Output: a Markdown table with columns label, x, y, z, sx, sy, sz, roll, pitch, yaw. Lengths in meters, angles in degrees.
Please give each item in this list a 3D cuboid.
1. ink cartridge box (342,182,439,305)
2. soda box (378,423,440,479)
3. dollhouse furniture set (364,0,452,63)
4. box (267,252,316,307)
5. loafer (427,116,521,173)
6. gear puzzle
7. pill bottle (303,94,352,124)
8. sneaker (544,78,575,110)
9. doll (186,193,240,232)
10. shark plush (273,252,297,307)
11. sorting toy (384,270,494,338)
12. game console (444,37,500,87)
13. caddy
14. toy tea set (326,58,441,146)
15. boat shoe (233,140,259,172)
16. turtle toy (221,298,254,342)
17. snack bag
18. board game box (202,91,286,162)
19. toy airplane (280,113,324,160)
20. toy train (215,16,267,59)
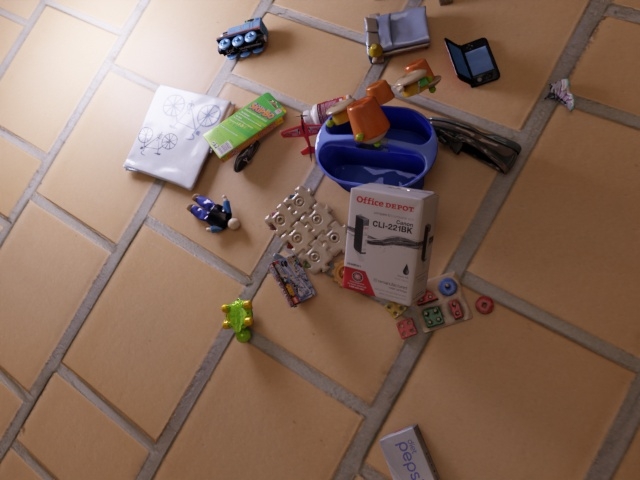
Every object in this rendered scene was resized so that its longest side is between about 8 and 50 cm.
| label | x | y | z | sx | sy | sz | roll | pitch | yaw |
| --- | --- | --- | --- | --- | --- | --- | --- | --- | --- |
| ink cartridge box | 0.175 | 0.003 | 1.263 | 0.197 | 0.114 | 0.273 | 13 | 107 | 30 |
| soda box | 0.243 | 0.604 | 1.195 | 0.098 | 0.091 | 0.286 | -25 | 71 | 11 |
| dollhouse furniture set | 0.258 | -0.708 | 1.454 | 0.286 | 0.198 | 0.303 | -6 | 76 | 16 |
| box | -0.080 | 0.112 | 1.402 | 0.027 | 0.094 | 0.137 | -34 | 82 | 45 |
| loafer | 0.405 | -0.264 | 1.359 | 0.267 | 0.096 | 0.084 | 24 | 91 | 19 |
| gear puzzle | 0.000 | 0.000 | 1.450 | 0.175 | 0.044 | 0.339 | -44 | 71 | 2 |
| pill bottle | 0.029 | -0.382 | 1.506 | 0.152 | 0.086 | 0.086 | -13 | 73 | 14 |
| sneaker | 0.645 | -0.387 | 1.343 | 0.069 | 0.038 | 0.098 | -11 | 64 | 16 |
| doll | -0.332 | -0.087 | 1.569 | 0.189 | 0.046 | 0.129 | 29 | 88 | 22 |
| shark plush | -0.104 | 0.117 | 1.436 | 0.073 | 0.067 | 0.161 | -11 | 74 | 15 |
| sorting toy | 0.305 | 0.164 | 1.308 | 0.274 | 0.046 | 0.132 | -20 | 72 | 12 |
| game console | 0.433 | -0.521 | 1.414 | 0.124 | 0.085 | 0.144 | -17 | 73 | 13 |
| caddy | 0.157 | -0.251 | 1.385 | 0.341 | 0.179 | 0.241 | 10 | 81 | 19 |
| toy tea set | 0.188 | -0.354 | 1.302 | 0.336 | 0.200 | 0.124 | -30 | 114 | -6 |
| boat shoe | -0.236 | -0.270 | 1.586 | 0.038 | 0.046 | 0.125 | 23 | 76 | 26 |
| turtle toy | -0.233 | 0.234 | 1.448 | 0.095 | 0.066 | 0.130 | -11 | 74 | 15 |
| snack bag | -0.484 | -0.353 | 1.688 | 0.323 | 0.037 | 0.342 | 19 | 82 | 21 |
| board game box | -0.239 | -0.366 | 1.587 | 0.259 | 0.039 | 0.124 | -37 | 62 | -4 |
| toy airplane | -0.039 | -0.312 | 1.502 | 0.151 | 0.151 | 0.028 | -5 | 33 | 16 |
| toy train | -0.265 | -0.683 | 1.680 | 0.184 | 0.080 | 0.105 | -7 | 66 | 18 |
